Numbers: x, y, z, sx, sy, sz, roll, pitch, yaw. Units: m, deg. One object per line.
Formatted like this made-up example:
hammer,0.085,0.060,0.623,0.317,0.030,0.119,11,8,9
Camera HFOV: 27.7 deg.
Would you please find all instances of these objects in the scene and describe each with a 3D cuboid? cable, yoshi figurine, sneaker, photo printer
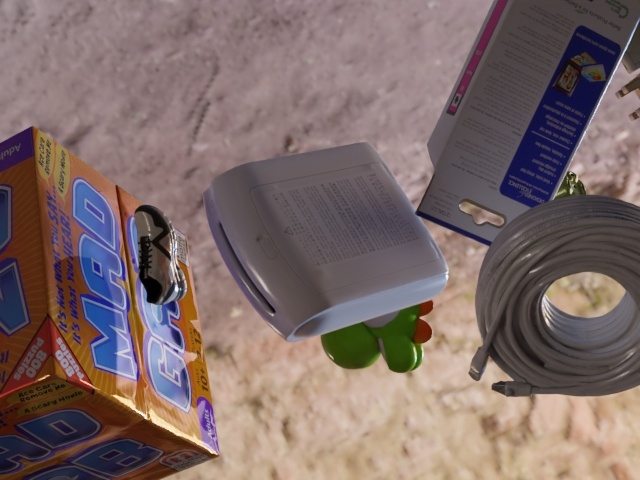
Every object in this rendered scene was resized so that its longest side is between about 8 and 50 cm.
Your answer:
cable,0.308,0.069,1.504,0.257,0.089,0.257,6,123,3
yoshi figurine,0.044,0.058,2.120,0.203,0.362,0.203,-13,168,-29
sneaker,-0.172,0.016,1.348,0.040,0.109,0.043,-10,-169,39
photo printer,0.000,0.000,1.761,0.307,0.256,0.107,-15,156,-43

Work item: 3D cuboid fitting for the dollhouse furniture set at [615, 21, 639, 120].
dollhouse furniture set,0.464,-0.306,1.811,0.161,0.212,0.242,-31,178,5

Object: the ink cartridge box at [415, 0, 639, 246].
ink cartridge box,0.259,-0.175,1.651,0.175,0.069,0.371,22,95,-23

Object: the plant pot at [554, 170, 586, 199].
plant pot,0.346,-0.063,1.916,0.079,0.083,0.083,-29,161,37

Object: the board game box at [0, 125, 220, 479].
board game box,-0.394,0.138,1.719,0.356,0.357,0.356,-24,147,18
